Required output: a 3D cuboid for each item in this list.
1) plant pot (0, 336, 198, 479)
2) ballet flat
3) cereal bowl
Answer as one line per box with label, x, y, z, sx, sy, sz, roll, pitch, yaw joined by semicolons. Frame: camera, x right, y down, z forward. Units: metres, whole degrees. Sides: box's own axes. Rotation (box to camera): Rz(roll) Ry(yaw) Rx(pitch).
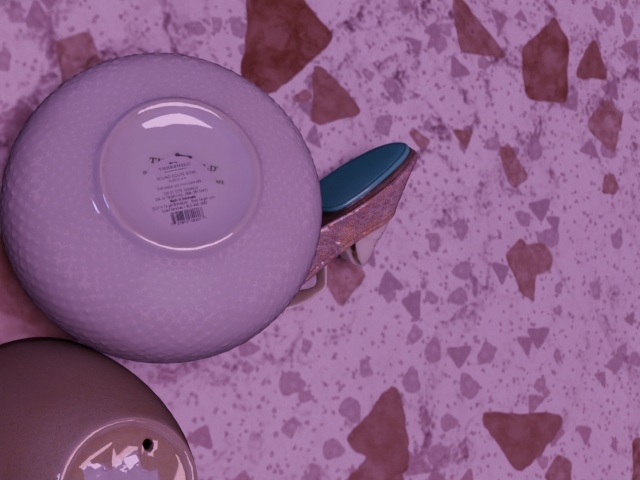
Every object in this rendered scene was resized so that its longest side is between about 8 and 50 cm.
plant pot;-0.229;0.223;1.064;0.257;0.274;0.256;2;86;-30
ballet flat;0.000;0.000;1.325;0.316;0.108;0.106;-34;119;-21
cereal bowl;-0.153;-0.048;1.152;0.339;0.141;0.338;5;72;-16
